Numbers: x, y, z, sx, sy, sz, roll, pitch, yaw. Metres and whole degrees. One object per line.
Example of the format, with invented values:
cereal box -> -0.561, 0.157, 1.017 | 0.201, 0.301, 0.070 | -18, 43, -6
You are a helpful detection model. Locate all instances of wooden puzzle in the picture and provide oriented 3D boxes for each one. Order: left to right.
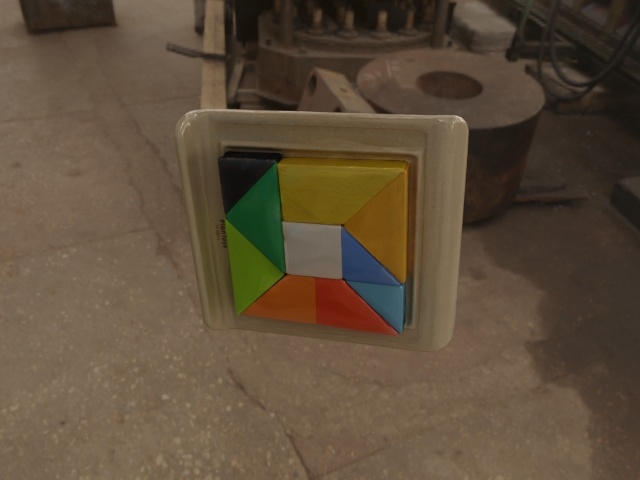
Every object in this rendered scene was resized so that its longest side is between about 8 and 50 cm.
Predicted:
wooden puzzle -> 0.000, 0.000, 0.518 | 0.238, 0.221, 0.044 | 2, 28, 10

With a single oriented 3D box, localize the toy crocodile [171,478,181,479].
toy crocodile -> -0.253, 0.403, 0.645 | 0.340, 0.115, 0.105 | -39, 21, -25
